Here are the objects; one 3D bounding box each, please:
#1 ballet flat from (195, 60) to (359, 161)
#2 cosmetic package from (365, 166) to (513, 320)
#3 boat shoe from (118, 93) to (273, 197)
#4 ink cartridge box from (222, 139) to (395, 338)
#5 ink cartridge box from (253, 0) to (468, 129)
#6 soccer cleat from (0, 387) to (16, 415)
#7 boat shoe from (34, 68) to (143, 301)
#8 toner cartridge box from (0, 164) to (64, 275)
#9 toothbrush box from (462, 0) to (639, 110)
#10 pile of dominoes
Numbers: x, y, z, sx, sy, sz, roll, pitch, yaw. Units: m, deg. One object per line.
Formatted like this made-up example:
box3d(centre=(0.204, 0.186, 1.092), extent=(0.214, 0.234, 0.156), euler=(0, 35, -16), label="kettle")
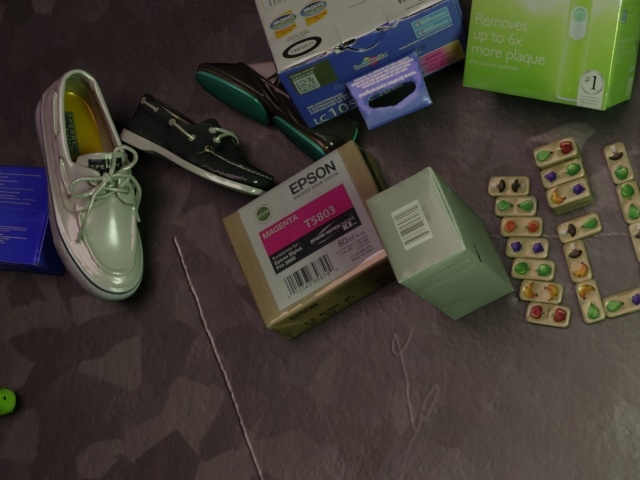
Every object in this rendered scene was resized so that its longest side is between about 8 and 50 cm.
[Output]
box3d(centre=(-0.058, -0.209, 1.813), extent=(0.280, 0.095, 0.096), euler=(35, 73, 18), label="ballet flat")
box3d(centre=(0.158, 0.010, 1.559), extent=(0.107, 0.238, 0.127), euler=(-29, 67, 17), label="cosmetic package")
box3d(centre=(-0.184, -0.146, 1.833), extent=(0.302, 0.114, 0.091), euler=(24, 91, 28), label="boat shoe")
box3d(centre=(0.000, 0.000, 1.718), extent=(0.235, 0.088, 0.193), euler=(-31, 65, 13), label="ink cartridge box")
box3d(centre=(0.045, -0.347, 1.726), extent=(0.270, 0.151, 0.395), euler=(-23, 56, 7), label="ink cartridge box")
box3d(centre=(-0.567, 0.260, 1.901), extent=(0.179, 0.072, 0.060), euler=(-13, 69, 20), label="soccer cleat")
box3d(centre=(-0.336, -0.097, 1.832), extent=(0.156, 0.136, 0.367), euler=(-39, 61, 54), label="boat shoe")
box3d(centre=(-0.570, -0.040, 1.996), extent=(0.348, 0.075, 0.165), euler=(5, 75, 25), label="toner cartridge box")
box3d(centre=(0.318, -0.332, 1.592), extent=(0.206, 0.122, 0.283), euler=(15, 109, 27), label="toothbrush box")
box3d(centre=(0.335, -0.011, 1.596), extent=(0.196, 0.040, 0.251), euler=(-19, 67, 18), label="pile of dominoes")
